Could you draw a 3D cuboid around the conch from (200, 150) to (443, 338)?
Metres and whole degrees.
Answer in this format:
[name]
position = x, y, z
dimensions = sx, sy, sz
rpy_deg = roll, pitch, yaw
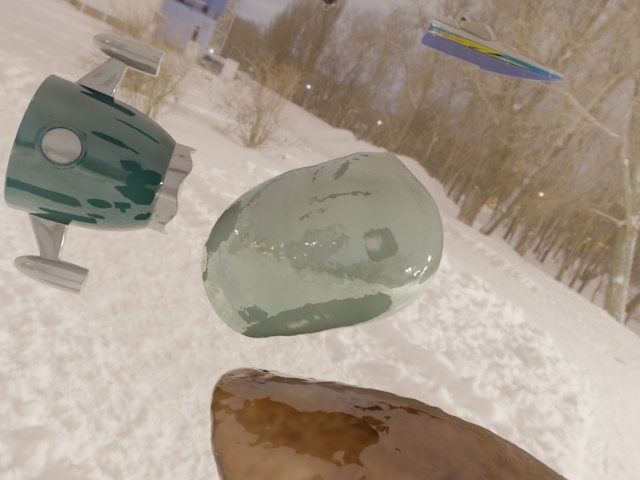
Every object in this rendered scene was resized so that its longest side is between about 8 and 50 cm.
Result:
[conch]
position = 0.001, -0.005, 0.516
dimensions = 0.221, 0.121, 0.185
rpy_deg = -22, 40, -19

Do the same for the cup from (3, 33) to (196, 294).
[cup]
position = -0.242, -0.084, 0.669
dimensions = 0.173, 0.299, 0.167
rpy_deg = 18, -3, -17

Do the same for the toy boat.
[toy boat]
position = 0.370, -0.397, 1.226
dimensions = 0.295, 0.088, 0.129
rpy_deg = 29, 24, 17

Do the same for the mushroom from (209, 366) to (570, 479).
[mushroom]
position = 0.080, 0.224, 0.464
dimensions = 0.314, 0.224, 0.397
rpy_deg = -20, 45, -14

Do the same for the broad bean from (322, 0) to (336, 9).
[broad bean]
position = 0.003, -0.427, 0.669
dimensions = 0.060, 0.297, 0.043
rpy_deg = -10, 16, 10
